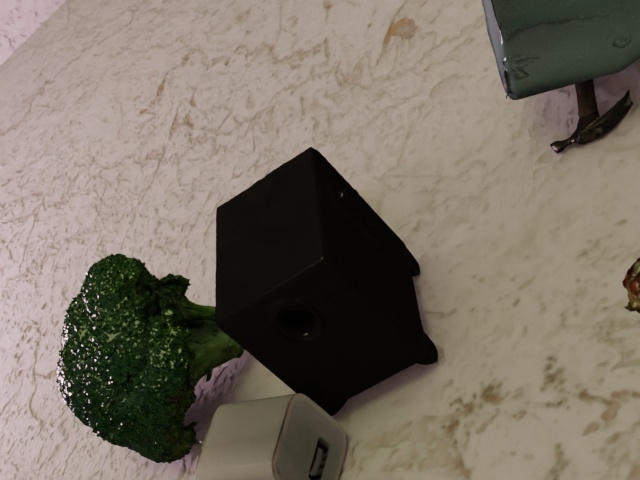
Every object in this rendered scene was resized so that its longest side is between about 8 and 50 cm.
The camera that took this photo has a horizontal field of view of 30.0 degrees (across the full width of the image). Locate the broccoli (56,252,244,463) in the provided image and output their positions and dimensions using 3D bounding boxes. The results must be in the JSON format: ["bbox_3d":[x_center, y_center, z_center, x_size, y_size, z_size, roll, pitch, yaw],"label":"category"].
[{"bbox_3d":[-0.240,0.166,1.708,0.275,0.308,0.308,-10,30,-18],"label":"broccoli"}]

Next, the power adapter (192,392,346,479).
[{"bbox_3d":[-0.089,0.281,1.529,0.205,0.125,0.130,-13,46,38],"label":"power adapter"}]

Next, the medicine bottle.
[{"bbox_3d":[0.360,-0.335,1.575,0.290,0.245,0.245,-14,41,8],"label":"medicine bottle"}]

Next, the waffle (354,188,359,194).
[{"bbox_3d":[-0.003,-0.001,1.808,0.191,0.038,0.191,-26,39,23],"label":"waffle"}]

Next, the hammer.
[{"bbox_3d":[0.370,-0.245,1.695,0.125,0.027,0.297,-25,39,26],"label":"hammer"}]

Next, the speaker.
[{"bbox_3d":[0.007,0.060,1.549,0.184,0.254,0.232,-30,37,20],"label":"speaker"}]

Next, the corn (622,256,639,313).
[{"bbox_3d":[0.450,-0.012,1.318,0.280,0.092,0.092,-44,35,-1],"label":"corn"}]
